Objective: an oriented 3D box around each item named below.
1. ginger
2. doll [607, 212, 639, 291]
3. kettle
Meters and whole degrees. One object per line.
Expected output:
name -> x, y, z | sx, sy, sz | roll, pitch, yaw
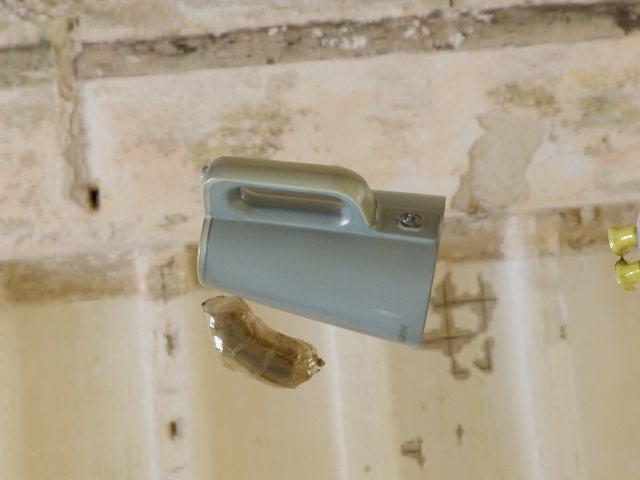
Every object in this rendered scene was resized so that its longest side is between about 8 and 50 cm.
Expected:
ginger -> -0.086, 0.144, 1.286 | 0.190, 0.095, 0.069 | 28, 170, -3
doll -> 0.512, -0.008, 1.174 | 0.296, 0.141, 0.117 | -11, 159, 26
kettle -> 0.000, 0.000, 0.959 | 0.243, 0.160, 0.210 | 10, 151, 4
